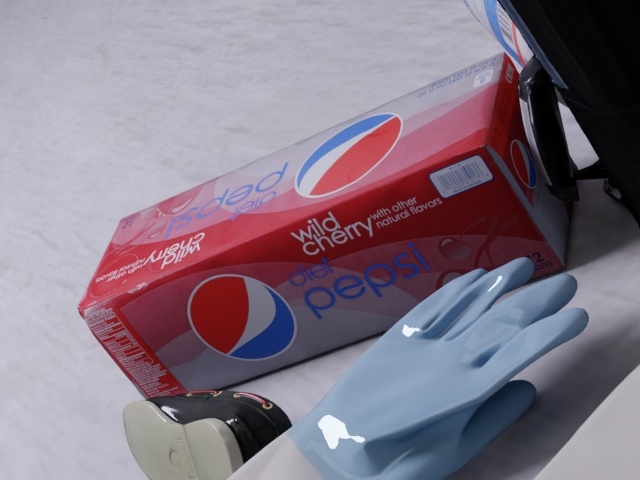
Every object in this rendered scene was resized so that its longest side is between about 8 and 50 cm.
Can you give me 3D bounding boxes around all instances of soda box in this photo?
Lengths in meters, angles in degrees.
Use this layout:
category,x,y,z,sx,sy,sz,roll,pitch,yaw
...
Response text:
category,x,y,z,sx,sy,sz,roll,pitch,yaw
soda box,0.000,0.000,0.762,0.263,0.083,0.092,-21,30,28

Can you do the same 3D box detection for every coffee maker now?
category,x,y,z,sx,sy,sz,roll,pitch,yaw
coffee maker,0.155,-0.096,0.617,0.120,0.178,0.171,-49,28,-21

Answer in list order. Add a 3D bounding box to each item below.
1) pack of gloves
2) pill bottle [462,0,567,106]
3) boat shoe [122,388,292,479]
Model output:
category,x,y,z,sx,sy,sz,roll,pitch,yaw
pack of gloves,0.054,0.118,0.570,0.232,0.046,0.195,-43,37,-5
pill bottle,0.141,-0.159,0.804,0.124,0.124,0.221,-33,26,7
boat shoe,-0.060,0.100,0.721,0.042,0.048,0.133,-19,7,-32
